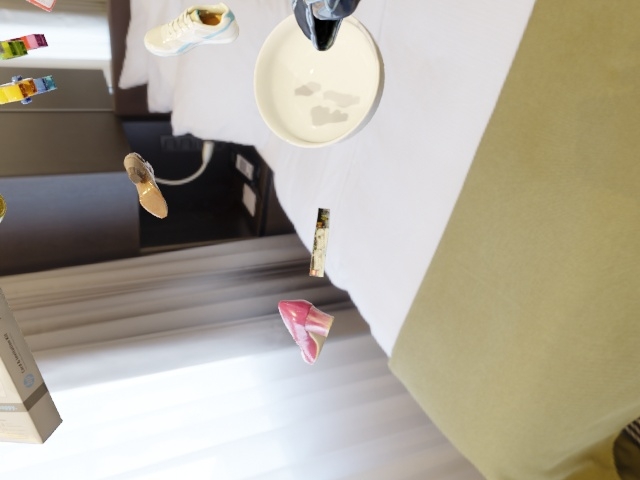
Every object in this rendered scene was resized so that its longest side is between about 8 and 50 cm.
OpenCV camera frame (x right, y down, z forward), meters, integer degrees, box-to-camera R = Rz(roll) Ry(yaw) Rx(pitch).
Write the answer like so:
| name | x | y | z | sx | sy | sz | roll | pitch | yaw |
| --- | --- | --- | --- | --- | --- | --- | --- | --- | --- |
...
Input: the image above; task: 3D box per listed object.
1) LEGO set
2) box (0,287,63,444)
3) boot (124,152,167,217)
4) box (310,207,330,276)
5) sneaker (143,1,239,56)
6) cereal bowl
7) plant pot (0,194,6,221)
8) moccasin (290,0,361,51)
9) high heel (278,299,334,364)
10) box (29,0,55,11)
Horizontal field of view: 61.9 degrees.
| name | x | y | z | sx | sy | sz | roll | pitch | yaw |
| --- | --- | --- | --- | --- | --- | --- | --- | --- | --- |
| LEGO set | -0.428 | -0.216 | 0.702 | 0.227 | 0.093 | 0.086 | -113 | 9 | -67 |
| box | -0.363 | 0.123 | 0.541 | 0.038 | 0.145 | 0.186 | -64 | -31 | -62 |
| boot | -0.320 | -0.108 | 0.989 | 0.087 | 0.042 | 0.118 | -112 | -4 | -56 |
| box | 0.000 | 0.000 | 1.013 | 0.137 | 0.027 | 0.093 | -84 | 1 | -72 |
| sneaker | -0.314 | -0.509 | 1.273 | 0.092 | 0.229 | 0.087 | 76 | 179 | -76 |
| cereal bowl | 0.010 | -0.397 | 1.345 | 0.339 | 0.141 | 0.338 | 3 | 97 | 26 |
| plant pot | -0.716 | -0.065 | 1.105 | 0.134 | 0.095 | 0.134 | -15 | -90 | -71 |
| moccasin | 0.032 | -0.429 | 0.897 | 0.342 | 0.138 | 0.116 | 158 | 89 | -85 |
| high heel | -0.045 | 0.204 | 1.185 | 0.244 | 0.117 | 0.082 | 103 | -170 | -63 |
| box | -0.735 | -0.671 | 1.244 | 0.128 | 0.257 | 0.122 | -53 | 41 | 21 |
